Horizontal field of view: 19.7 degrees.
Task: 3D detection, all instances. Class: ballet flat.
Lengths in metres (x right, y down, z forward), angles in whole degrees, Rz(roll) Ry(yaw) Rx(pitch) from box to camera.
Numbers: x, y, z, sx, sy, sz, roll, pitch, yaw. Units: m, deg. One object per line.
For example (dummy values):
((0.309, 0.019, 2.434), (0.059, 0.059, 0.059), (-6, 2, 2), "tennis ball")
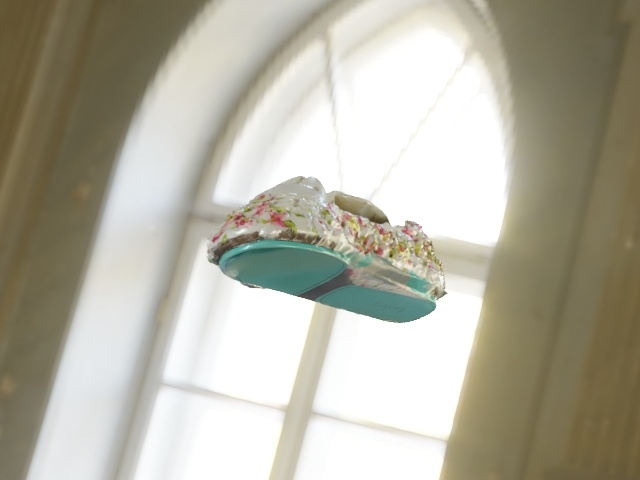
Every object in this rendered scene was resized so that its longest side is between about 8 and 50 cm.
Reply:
((0.000, 0.000, 1.217), (0.091, 0.077, 0.241), (-20, -22, 27), "ballet flat")
